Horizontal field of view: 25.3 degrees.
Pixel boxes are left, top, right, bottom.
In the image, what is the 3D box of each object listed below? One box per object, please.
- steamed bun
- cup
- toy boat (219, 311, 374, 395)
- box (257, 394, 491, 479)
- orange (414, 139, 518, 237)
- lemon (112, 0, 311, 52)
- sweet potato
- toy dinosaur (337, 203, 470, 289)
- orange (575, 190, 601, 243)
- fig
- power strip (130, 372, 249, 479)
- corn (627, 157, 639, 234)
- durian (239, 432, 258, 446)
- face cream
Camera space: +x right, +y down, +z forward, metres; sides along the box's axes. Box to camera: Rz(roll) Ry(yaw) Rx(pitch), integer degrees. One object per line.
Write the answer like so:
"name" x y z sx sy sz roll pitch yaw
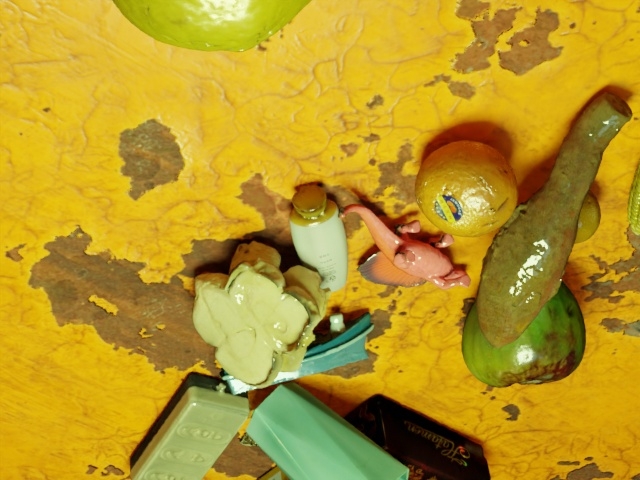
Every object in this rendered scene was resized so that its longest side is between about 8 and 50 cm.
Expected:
"steamed bun" -0.083 0.094 1.975 0.192 0.106 0.177 37 121 13
"cup" 0.007 0.326 2.166 0.134 0.236 0.148 -42 159 -18
"toy boat" -0.035 0.153 2.085 0.238 0.098 0.109 -14 -179 -8
"box" 0.052 0.441 2.384 0.264 0.115 0.415 29 125 -33
"orange" 0.194 -0.069 1.863 0.136 0.117 0.135 20 127 29
"lemon" -0.112 -0.328 1.431 0.261 0.260 0.284 9 141 -20
"sweet potato" 0.296 -0.018 1.888 0.109 0.109 0.385 12 115 -23
"toy dinosaur" 0.091 0.020 1.990 0.286 0.070 0.139 23 151 -35
"orange" 0.346 -0.037 1.959 0.085 0.085 0.085 -5 137 -5
"fig" 0.294 0.127 2.062 0.181 0.181 0.191 -1 108 -10
"power strip" -0.205 0.306 2.225 0.105 0.070 0.256 14 131 -25
"corn" 0.478 -0.108 1.893 0.101 0.101 0.291 -1 140 -10
"durian" -0.070 0.307 2.285 0.130 0.052 0.066 -10 176 5
"face cream" 0.000 0.000 1.947 0.072 0.051 0.182 -16 139 0
